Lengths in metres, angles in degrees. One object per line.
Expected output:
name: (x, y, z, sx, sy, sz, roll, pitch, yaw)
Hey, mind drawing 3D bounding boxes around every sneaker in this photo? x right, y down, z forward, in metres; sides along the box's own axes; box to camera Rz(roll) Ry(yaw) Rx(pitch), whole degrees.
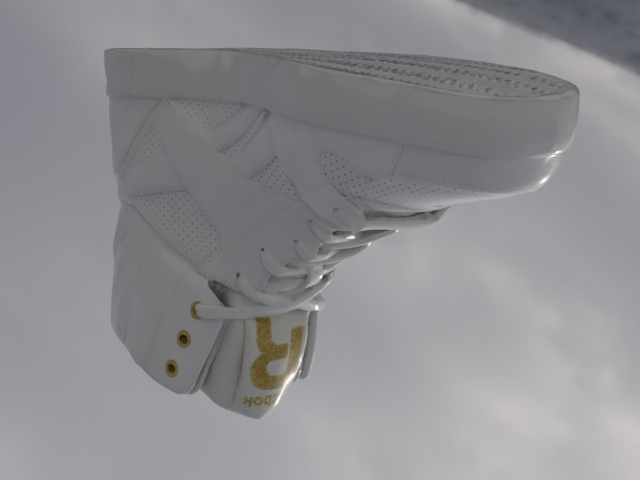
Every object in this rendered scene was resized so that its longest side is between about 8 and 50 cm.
sneaker: (0.000, 0.000, 0.752, 0.108, 0.169, 0.292, -3, -172, -35)
